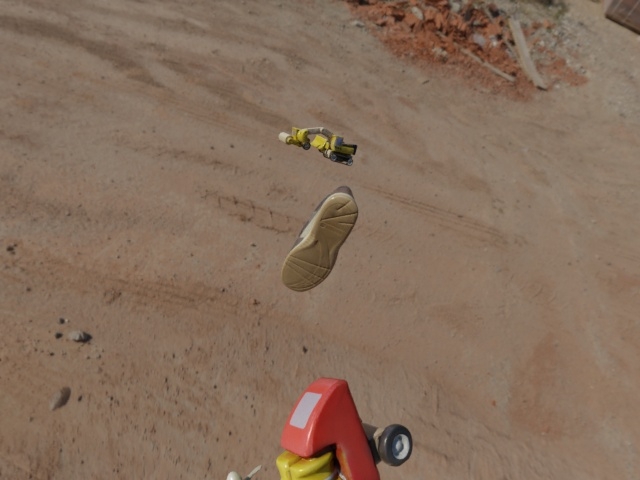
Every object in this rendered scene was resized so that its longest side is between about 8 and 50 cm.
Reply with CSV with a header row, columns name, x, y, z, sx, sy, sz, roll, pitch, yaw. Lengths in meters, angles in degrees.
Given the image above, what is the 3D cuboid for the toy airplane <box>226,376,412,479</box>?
name,x,y,z,sx,sy,sz,roll,pitch,yaw
toy airplane,-0.013,0.446,0.612,0.273,0.386,0.384,12,30,-34

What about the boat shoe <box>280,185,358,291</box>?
name,x,y,z,sx,sy,sz,roll,pitch,yaw
boat shoe,0.000,0.000,0.985,0.103,0.285,0.092,26,34,-5

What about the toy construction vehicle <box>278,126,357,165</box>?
name,x,y,z,sx,sy,sz,roll,pitch,yaw
toy construction vehicle,0.003,-0.127,0.564,0.098,0.035,0.086,10,17,-30
